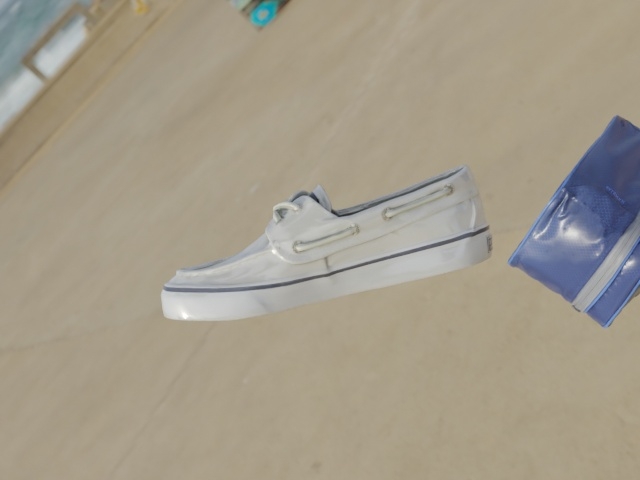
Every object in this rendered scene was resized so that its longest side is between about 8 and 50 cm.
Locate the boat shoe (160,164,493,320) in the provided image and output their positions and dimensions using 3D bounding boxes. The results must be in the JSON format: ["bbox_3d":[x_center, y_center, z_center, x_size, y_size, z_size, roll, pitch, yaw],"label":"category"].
[{"bbox_3d":[0.000,0.000,0.907,0.267,0.088,0.096,-12,7,5],"label":"boat shoe"}]

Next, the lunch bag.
[{"bbox_3d":[0.144,-0.009,0.553,0.098,0.065,0.067,-44,-13,-43],"label":"lunch bag"}]
